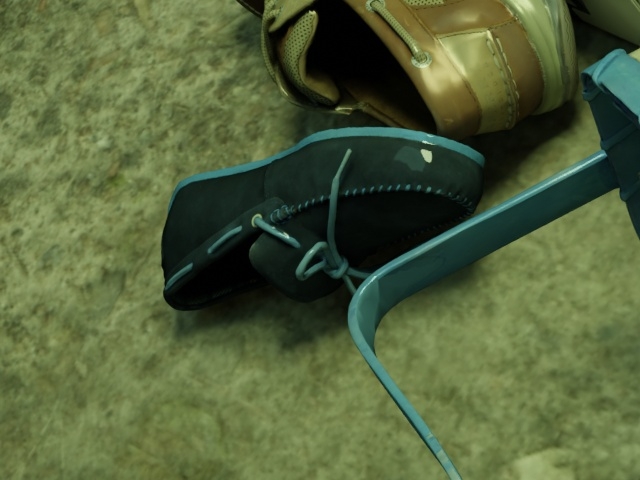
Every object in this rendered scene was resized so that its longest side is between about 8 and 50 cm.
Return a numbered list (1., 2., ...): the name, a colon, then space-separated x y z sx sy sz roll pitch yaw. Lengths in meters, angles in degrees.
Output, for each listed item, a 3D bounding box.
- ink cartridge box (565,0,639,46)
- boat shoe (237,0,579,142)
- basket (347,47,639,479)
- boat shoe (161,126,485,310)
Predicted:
1. ink cartridge box: 0.173 -0.227 1.000 0.172 0.100 0.237 -51 40 -2
2. boat shoe: 0.015 -0.142 1.039 0.116 0.123 0.324 -34 35 -20
3. basket: 0.172 0.030 0.725 0.289 0.201 0.255 -35 42 2
4. boat shoe: 0.000 0.000 1.000 0.258 0.109 0.089 -17 55 53
